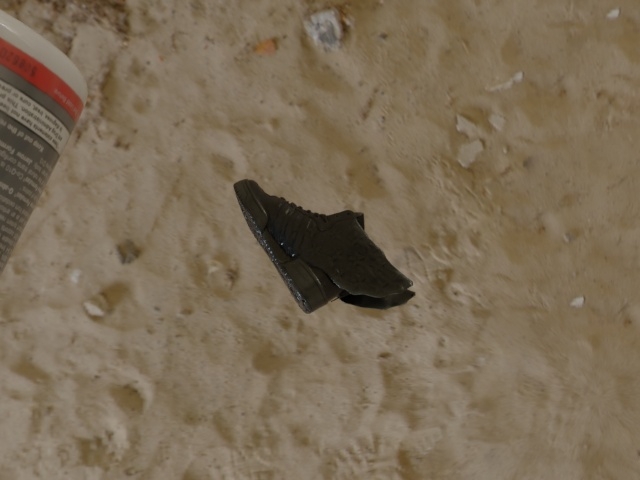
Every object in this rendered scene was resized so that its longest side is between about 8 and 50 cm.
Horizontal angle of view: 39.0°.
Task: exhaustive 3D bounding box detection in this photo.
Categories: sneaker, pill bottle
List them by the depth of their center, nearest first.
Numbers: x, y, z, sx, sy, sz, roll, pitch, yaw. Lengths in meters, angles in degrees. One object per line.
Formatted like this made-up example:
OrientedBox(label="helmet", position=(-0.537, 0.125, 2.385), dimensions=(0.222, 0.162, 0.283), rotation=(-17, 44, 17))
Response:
OrientedBox(label="pill bottle", position=(-0.362, -0.020, 0.751), dimensions=(0.210, 0.210, 0.362), rotation=(19, 78, 19))
OrientedBox(label="sneaker", position=(0.000, -0.001, 0.765), dimensions=(0.089, 0.051, 0.170), rotation=(-29, 61, -9))
